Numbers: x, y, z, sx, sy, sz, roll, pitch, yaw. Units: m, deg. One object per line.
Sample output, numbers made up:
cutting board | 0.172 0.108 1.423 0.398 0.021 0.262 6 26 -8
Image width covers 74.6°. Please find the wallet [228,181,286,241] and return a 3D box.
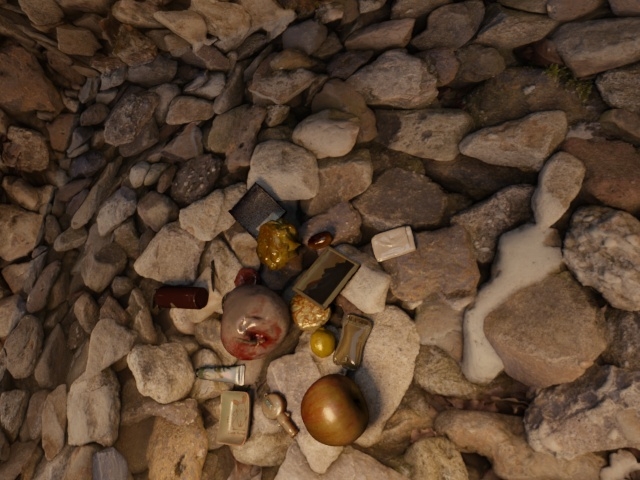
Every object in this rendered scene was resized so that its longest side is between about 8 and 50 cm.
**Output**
wallet | -0.323 -0.146 2.145 0.221 0.071 0.262 -46 63 -2

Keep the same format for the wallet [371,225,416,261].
wallet | 0.311 0.012 1.803 0.182 0.032 0.124 -18 68 17

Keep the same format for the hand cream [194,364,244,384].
hand cream | -0.465 0.616 1.943 0.255 0.055 0.088 -2 75 17

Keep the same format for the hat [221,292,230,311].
hat | -0.447 0.311 2.039 0.121 0.050 0.121 -7 72 22

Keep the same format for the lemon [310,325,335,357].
lemon | 0.009 0.425 1.749 0.108 0.109 0.133 -3 82 24

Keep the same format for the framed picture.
framed picture | 0.029 0.161 1.844 0.192 0.018 0.265 29 67 29

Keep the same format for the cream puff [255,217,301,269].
cream puff | -0.197 0.016 1.943 0.196 0.244 0.244 -25 56 -26

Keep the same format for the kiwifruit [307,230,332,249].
kiwifruit | 0.000 0.000 1.930 0.124 0.075 0.075 -25 63 19

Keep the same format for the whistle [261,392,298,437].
whistle | -0.173 0.727 1.757 0.107 0.057 0.220 -47 61 2

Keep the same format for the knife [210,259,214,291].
knife | -0.554 0.183 2.159 0.023 0.010 0.171 -16 67 19

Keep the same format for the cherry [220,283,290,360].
cherry | -0.284 0.337 1.816 0.326 0.291 0.335 -33 45 37

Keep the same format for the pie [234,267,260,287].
pie | -0.360 0.199 2.045 0.153 0.038 0.154 -10 67 24

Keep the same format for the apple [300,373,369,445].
apple | 0.047 0.637 1.574 0.233 0.256 0.257 -28 62 16

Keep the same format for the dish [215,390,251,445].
dish | -0.363 0.767 1.820 0.151 0.077 0.213 -7 69 25

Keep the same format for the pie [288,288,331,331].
pie | -0.043 0.297 1.834 0.178 0.084 0.205 -29 57 3

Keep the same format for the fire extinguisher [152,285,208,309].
fire extinguisher | -0.738 0.299 2.148 0.336 0.114 0.136 0 99 25

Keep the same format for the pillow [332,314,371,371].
pillow | 0.128 0.421 1.738 0.130 0.033 0.218 14 78 28
